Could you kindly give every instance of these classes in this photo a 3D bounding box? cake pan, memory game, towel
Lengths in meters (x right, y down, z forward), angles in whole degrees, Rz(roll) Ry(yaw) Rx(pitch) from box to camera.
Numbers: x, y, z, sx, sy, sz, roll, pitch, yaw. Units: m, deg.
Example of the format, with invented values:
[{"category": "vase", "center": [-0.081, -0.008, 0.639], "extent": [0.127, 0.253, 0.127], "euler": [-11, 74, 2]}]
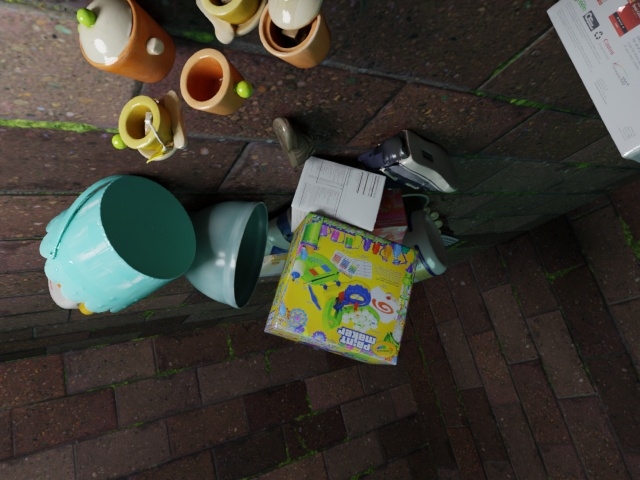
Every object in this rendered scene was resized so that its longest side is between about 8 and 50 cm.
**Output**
[{"category": "cake pan", "center": [0.228, -0.116, 1.521], "extent": [0.292, 0.054, 0.293], "euler": [-14, 163, -4]}, {"category": "memory game", "center": [0.383, -0.053, 1.713], "extent": [0.186, 0.186, 0.012], "euler": [-21, -154, 17]}, {"category": "towel", "center": [0.442, 0.015, 1.889], "extent": [0.283, 0.121, 0.235], "euler": [5, 131, -49]}]

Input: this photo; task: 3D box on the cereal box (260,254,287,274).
[{"category": "cereal box", "center": [-0.183, 0.095, 1.848], "extent": [0.172, 0.048, 0.240], "euler": [-3, 160, -37]}]

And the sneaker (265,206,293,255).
[{"category": "sneaker", "center": [-0.131, -0.005, 1.473], "extent": [0.182, 0.128, 0.315], "euler": [-15, 157, 11]}]

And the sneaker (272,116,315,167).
[{"category": "sneaker", "center": [-0.052, -0.222, 0.939], "extent": [0.071, 0.066, 0.188], "euler": [-32, 169, -4]}]

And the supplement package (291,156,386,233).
[{"category": "supplement package", "center": [0.040, -0.089, 1.139], "extent": [0.202, 0.150, 0.194], "euler": [16, 162, 2]}]

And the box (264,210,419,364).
[{"category": "box", "center": [0.050, 0.124, 1.064], "extent": [0.289, 0.280, 0.177], "euler": [20, 161, -10]}]

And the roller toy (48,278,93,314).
[{"category": "roller toy", "center": [-0.622, 0.087, 1.163], "extent": [0.190, 0.210, 0.146], "euler": [-2, 173, 35]}]

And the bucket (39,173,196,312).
[{"category": "bucket", "center": [-0.425, 0.003, 0.960], "extent": [0.183, 0.282, 0.281], "euler": [-25, 161, 25]}]

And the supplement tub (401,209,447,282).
[{"category": "supplement tub", "center": [0.262, 0.053, 1.585], "extent": [0.331, 0.241, 0.241], "euler": [-23, 162, 26]}]

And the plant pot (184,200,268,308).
[{"category": "plant pot", "center": [-0.277, 0.023, 1.193], "extent": [0.196, 0.294, 0.293], "euler": [10, 164, 5]}]

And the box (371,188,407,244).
[{"category": "box", "center": [0.095, -0.056, 1.324], "extent": [0.299, 0.142, 0.154], "euler": [-4, 154, -2]}]

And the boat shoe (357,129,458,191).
[{"category": "boat shoe", "center": [0.244, -0.192, 1.204], "extent": [0.158, 0.127, 0.340], "euler": [-19, 156, 36]}]

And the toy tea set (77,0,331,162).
[{"category": "toy tea set", "center": [-0.155, -0.240, 0.519], "extent": [0.335, 0.200, 0.124], "euler": [-21, 171, 20]}]

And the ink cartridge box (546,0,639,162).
[{"category": "ink cartridge box", "center": [0.571, -0.326, 0.693], "extent": [0.129, 0.310, 0.271], "euler": [-1, 159, -40]}]
